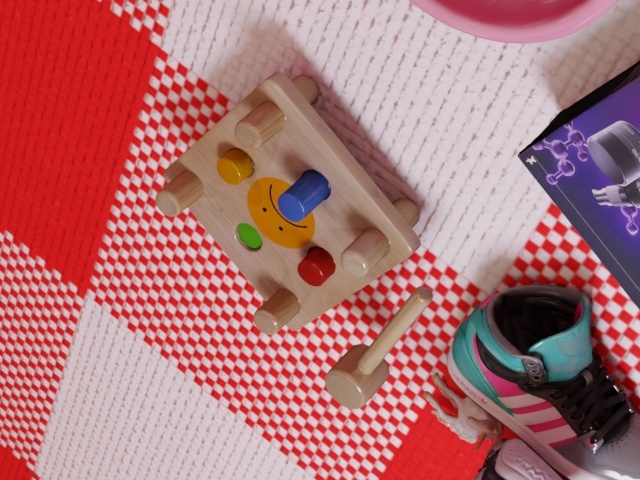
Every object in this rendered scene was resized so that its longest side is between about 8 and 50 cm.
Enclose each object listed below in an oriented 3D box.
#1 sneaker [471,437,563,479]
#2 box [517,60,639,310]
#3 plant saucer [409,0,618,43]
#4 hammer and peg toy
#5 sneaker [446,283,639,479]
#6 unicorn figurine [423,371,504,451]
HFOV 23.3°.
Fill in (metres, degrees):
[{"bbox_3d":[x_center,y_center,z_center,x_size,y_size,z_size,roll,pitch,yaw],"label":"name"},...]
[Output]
[{"bbox_3d":[0.180,0.333,1.728,0.137,0.210,0.366,45,177,12],"label":"sneaker"},{"bbox_3d":[0.345,-0.039,1.482,0.261,0.103,0.184,51,142,-4],"label":"box"},{"bbox_3d":[0.163,-0.344,1.410,0.332,0.084,0.332,22,132,27],"label":"plant saucer"},{"bbox_3d":[0.000,0.000,1.788,0.361,0.127,0.266,50,137,-3],"label":"hammer and peg toy"},{"bbox_3d":[0.276,0.148,1.677,0.295,0.124,0.178,33,147,18],"label":"sneaker"},{"bbox_3d":[0.173,0.200,1.824,0.111,0.060,0.162,49,176,18],"label":"unicorn figurine"}]
